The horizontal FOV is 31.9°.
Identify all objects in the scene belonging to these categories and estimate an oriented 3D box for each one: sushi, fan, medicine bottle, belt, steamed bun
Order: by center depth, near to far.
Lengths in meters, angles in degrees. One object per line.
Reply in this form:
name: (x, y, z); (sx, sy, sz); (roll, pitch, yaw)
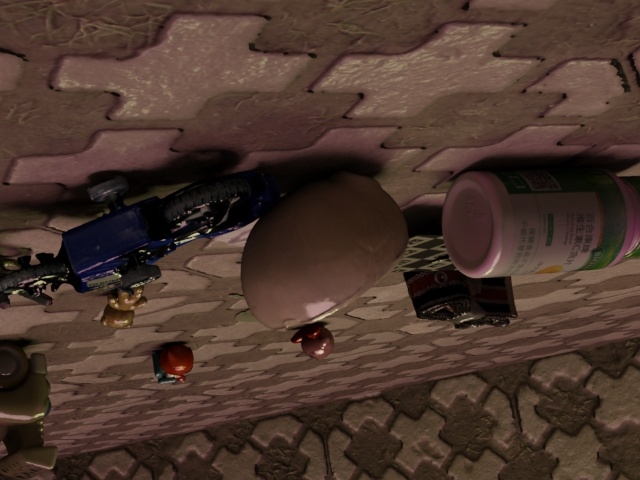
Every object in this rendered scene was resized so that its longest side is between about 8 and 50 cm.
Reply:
steamed bun: (0.000, 0.000, 1.260); (0.177, 0.131, 0.228); (-19, -166, 41)
medicine bottle: (0.298, -0.026, 1.407); (0.274, 0.133, 0.133); (-4, 165, -27)
sushi: (0.186, 0.000, 1.613); (0.279, 0.043, 0.192); (0, 164, -34)
belt: (0.240, 0.096, 1.937); (0.126, 0.094, 0.359); (-15, 165, 25)
fan: (-0.086, 0.118, 1.974); (0.190, 0.009, 0.329); (-14, 166, 17)

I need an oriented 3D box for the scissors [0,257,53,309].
scissors: (-0.372, 0.047, 1.294); (0.133, 0.020, 0.187); (0, -166, -37)

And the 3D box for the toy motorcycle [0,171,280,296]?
toy motorcycle: (-0.198, -0.003, 1.214); (0.315, 0.113, 0.169); (-22, 174, 13)

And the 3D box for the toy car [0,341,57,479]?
toy car: (-0.638, 0.306, 1.896); (0.336, 0.226, 0.242); (-2, 165, -33)

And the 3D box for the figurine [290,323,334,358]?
figurine: (-0.006, 0.203, 2.254); (0.083, 0.071, 0.067); (-16, -151, 55)

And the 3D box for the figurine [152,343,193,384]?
figurine: (-0.293, 0.241, 2.221); (0.075, 0.068, 0.140); (-2, 159, -16)

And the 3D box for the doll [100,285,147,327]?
doll: (-0.289, 0.097, 1.660); (0.061, 0.051, 0.093); (5, 159, -28)

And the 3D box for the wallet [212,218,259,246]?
wallet: (-0.037, -0.016, 1.421); (0.183, 0.032, 0.124); (5, 158, -42)
